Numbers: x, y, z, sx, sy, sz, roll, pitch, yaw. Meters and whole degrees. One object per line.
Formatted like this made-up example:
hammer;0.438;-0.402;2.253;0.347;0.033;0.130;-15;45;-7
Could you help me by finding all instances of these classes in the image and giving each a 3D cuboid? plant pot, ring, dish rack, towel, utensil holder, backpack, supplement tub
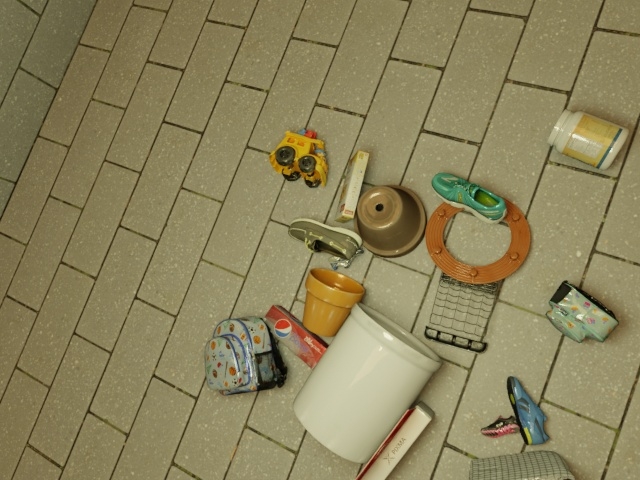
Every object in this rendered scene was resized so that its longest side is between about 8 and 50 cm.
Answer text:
plant pot;0.221;-0.083;1.689;0.263;0.229;0.262;-3;79;18
plant pot;0.027;0.223;1.720;0.205;0.205;0.187;24;104;21
ring;0.520;-0.018;1.648;0.337;0.032;0.336;-6;65;13
dish rack;0.469;0.220;1.634;0.209;0.074;0.271;13;82;19
towel;0.575;0.708;1.415;0.284;0.235;0.121;-16;81;15
utensil holder;0.139;0.441;1.563;0.328;0.328;0.385;36;94;21
backpack;-0.284;0.400;1.730;0.277;0.213;0.263;-19;70;36
backpack;0.778;0.227;1.479;0.188;0.166;0.144;34;92;24
supplement tub;0.850;-0.326;1.579;0.200;0.144;0.144;31;90;21

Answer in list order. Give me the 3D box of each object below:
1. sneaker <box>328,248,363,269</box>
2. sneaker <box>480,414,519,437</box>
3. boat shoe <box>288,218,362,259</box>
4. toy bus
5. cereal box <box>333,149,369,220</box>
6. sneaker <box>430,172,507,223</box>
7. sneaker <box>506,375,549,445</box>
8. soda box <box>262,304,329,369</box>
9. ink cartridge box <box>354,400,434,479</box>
sneaker;0.098;0.070;1.798;0.135;0.052;0.058;-22;83;20
sneaker;0.560;0.580;1.550;0.120;0.047;0.057;-22;38;23
boat shoe;-0.001;-0.003;1.781;0.305;0.109;0.091;14;59;31
toy bus;-0.052;-0.330;1.885;0.221;0.149;0.211;21;70;18
cereal box;0.110;-0.187;1.776;0.048;0.173;0.240;16;83;-7
sneaker;0.494;-0.161;1.639;0.275;0.110;0.107;31;77;27
sneaker;0.639;0.518;1.524;0.082;0.069;0.209;-16;75;2
soda box;-0.087;0.343;1.778;0.263;0.083;0.092;37;92;20
ink cartridge box;0.228;0.641;1.523;0.066;0.261;0.296;37;92;22
